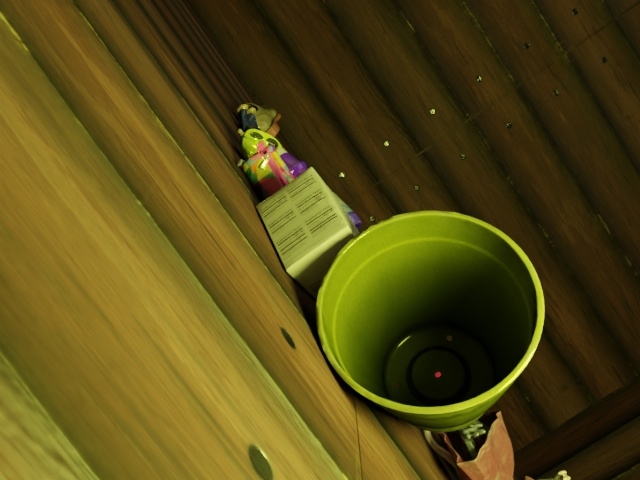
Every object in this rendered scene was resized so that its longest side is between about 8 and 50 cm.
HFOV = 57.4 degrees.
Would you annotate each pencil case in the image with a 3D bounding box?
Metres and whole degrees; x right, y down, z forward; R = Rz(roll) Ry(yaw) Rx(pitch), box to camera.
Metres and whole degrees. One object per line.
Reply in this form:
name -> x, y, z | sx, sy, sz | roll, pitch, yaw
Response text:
pencil case -> -0.091, -0.113, 1.369 | 0.236, 0.104, 0.104 | 55, 6, 0

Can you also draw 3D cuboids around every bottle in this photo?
bottle -> -0.023, -0.115, 1.464 | 0.283, 0.092, 0.118 | 46, 11, 11

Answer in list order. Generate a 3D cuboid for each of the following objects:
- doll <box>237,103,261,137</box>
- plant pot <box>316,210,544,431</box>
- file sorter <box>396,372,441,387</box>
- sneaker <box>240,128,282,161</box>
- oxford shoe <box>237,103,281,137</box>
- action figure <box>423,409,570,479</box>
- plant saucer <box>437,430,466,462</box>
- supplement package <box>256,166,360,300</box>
doll -> -0.206, -0.323, 1.782 | 0.129, 0.046, 0.189 | 10, 55, -56
plant pot -> 0.212, 0.194, 1.094 | 0.366, 0.366, 0.353 | 60, -4, 36
file sorter -> 0.265, 0.278, 1.560 | 0.182, 0.202, 0.291 | 55, 6, 11
sneaker -> -0.137, -0.202, 1.601 | 0.123, 0.109, 0.295 | 25, -10, 37
oxford shoe -> -0.218, -0.431, 2.011 | 0.130, 0.123, 0.348 | 47, 8, -23
action figure -> 0.372, 0.562, 1.270 | 0.276, 0.248, 0.370 | -19, -86, 53
plant saucer -> 0.349, 0.495, 1.462 | 0.168, 0.029, 0.168 | 27, -56, 49
supplement package -> 0.000, 0.000, 1.212 | 0.194, 0.149, 0.203 | 49, 9, -46
